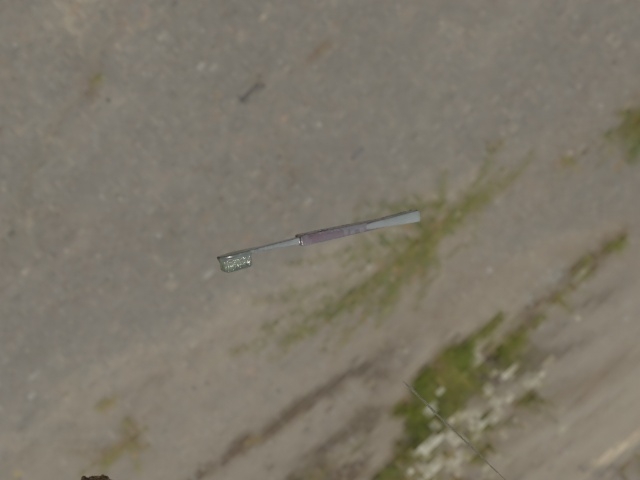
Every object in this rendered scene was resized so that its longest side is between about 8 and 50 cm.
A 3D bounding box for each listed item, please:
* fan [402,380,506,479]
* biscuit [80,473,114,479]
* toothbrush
[{"bbox_3d":[0.176,0.215,1.245,0.009,0.329,0.191,-48,-163,-9],"label":"fan"},{"bbox_3d":[-0.226,0.351,1.657,0.034,0.064,0.199,-11,106,-36],"label":"biscuit"},{"bbox_3d":[0.000,-0.002,1.358,0.194,0.014,0.017,-15,103,-22],"label":"toothbrush"}]
